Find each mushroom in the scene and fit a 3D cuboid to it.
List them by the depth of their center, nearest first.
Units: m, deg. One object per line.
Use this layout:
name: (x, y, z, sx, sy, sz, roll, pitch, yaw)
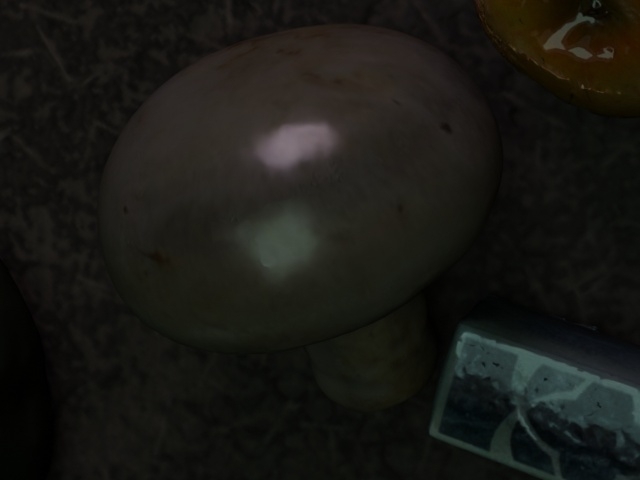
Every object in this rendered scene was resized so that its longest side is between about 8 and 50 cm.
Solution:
mushroom: (-0.015, -0.006, 0.886, 0.206, 0.206, 0.209, 16, 116, 14)

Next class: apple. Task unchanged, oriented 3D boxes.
apple: (0.139, -0.130, 0.843, 0.146, 0.146, 0.147, 4, 102, 17)

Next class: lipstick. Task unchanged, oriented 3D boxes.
lipstick: (0.198, 0.108, 0.903, 0.289, 0.076, 0.077, 19, 108, 15)

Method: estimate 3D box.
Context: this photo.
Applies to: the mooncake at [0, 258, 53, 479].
mooncake: (-0.344, 0.108, 1.014, 0.356, 0.194, 0.356, 3, 102, 16)
